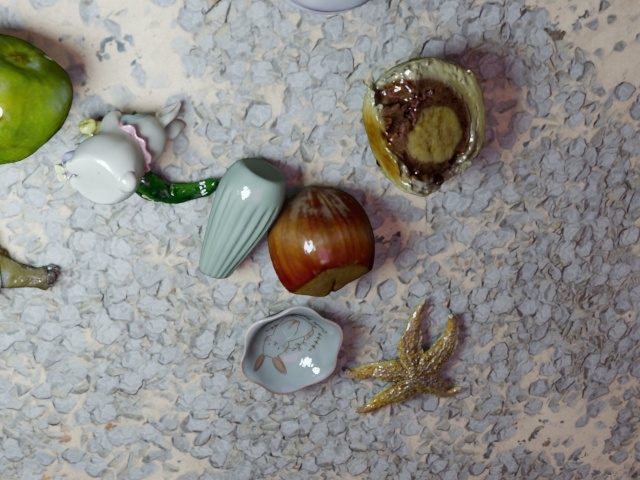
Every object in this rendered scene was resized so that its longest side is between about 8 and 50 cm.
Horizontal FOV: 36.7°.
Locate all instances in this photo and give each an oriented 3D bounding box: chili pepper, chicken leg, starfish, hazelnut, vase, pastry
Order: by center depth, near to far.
[{"bbox_3d":[-0.595,0.060,1.803,0.196,0.080,0.125,35,89,-30],"label":"chicken leg"},{"bbox_3d":[-0.287,-0.103,1.835,0.182,0.050,0.073,10,105,-25],"label":"chili pepper"},{"bbox_3d":[0.187,-0.231,1.868,0.237,0.170,0.256,-33,114,-24],"label":"pastry"},{"bbox_3d":[-0.161,-0.036,1.873,0.128,0.128,0.248,17,117,-25],"label":"vase"},{"bbox_3d":[-0.001,0.000,1.925,0.212,0.181,0.181,-15,148,-9],"label":"hazelnut"},{"bbox_3d":[0.197,0.290,2.189,0.302,0.060,0.299,-26,123,-3],"label":"starfish"}]

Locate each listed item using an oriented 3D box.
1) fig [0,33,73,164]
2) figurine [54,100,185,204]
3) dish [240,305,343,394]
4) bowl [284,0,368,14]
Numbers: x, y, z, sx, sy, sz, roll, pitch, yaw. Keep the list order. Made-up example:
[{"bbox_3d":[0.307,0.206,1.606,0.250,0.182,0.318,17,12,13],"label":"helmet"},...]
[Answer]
[{"bbox_3d":[-0.559,-0.190,1.599,0.233,0.233,0.314,28,99,-28],"label":"fig"},{"bbox_3d":[-0.351,-0.173,1.733,0.155,0.235,0.127,1,128,26],"label":"figurine"},{"bbox_3d":[-0.068,0.216,2.053,0.229,0.081,0.229,-8,121,-13],"label":"dish"},{"bbox_3d":[0.027,-0.525,1.673,0.287,0.144,0.287,-8,119,-15],"label":"bowl"}]
